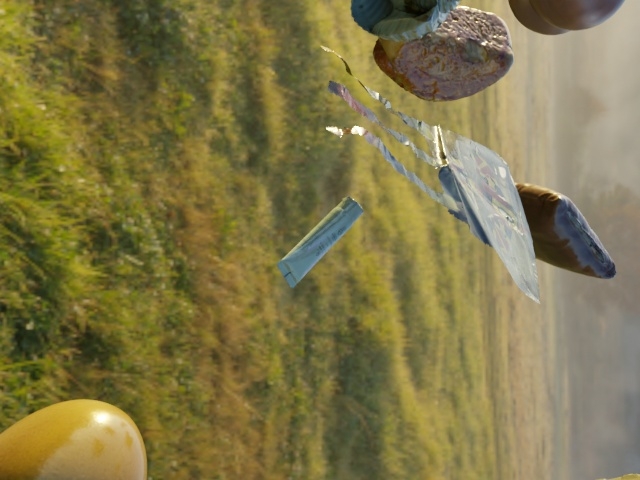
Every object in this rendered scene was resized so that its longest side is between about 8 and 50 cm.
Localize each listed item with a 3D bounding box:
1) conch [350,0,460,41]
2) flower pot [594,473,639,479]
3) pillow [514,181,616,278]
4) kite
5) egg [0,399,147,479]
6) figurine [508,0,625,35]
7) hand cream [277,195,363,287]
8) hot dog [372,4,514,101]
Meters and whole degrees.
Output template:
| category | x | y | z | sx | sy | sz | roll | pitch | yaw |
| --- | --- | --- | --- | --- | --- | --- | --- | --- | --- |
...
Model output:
| category | x | y | z | sx | sy | sz | roll | pitch | yaw |
| --- | --- | --- | --- | --- | --- | --- | --- | --- | --- |
| conch | 0.125 | -0.324 | 1.167 | 0.102 | 0.153 | 0.135 | 32 | 61 | -44 |
| flower pot | 0.378 | 0.407 | 1.048 | 0.212 | 0.212 | 0.203 | -16 | 88 | -71 |
| pillow | 0.463 | -0.037 | 1.898 | 0.308 | 0.305 | 0.108 | 42 | 77 | -40 |
| kite | 0.087 | -0.050 | 0.612 | 0.245 | 0.015 | 0.141 | 29 | 40 | -38 |
| egg | -0.389 | 0.379 | 1.254 | 0.322 | 0.250 | 0.250 | -52 | 145 | -25 |
| figurine | 0.406 | -0.433 | 1.079 | 0.276 | 0.388 | 0.248 | -59 | 125 | -80 |
| hand cream | 0.000 | 0.000 | 1.675 | 0.205 | 0.050 | 0.078 | -45 | 139 | -16 |
| hot dog | 0.201 | -0.331 | 1.526 | 0.153 | 0.256 | 0.150 | 125 | -34 | -52 |
